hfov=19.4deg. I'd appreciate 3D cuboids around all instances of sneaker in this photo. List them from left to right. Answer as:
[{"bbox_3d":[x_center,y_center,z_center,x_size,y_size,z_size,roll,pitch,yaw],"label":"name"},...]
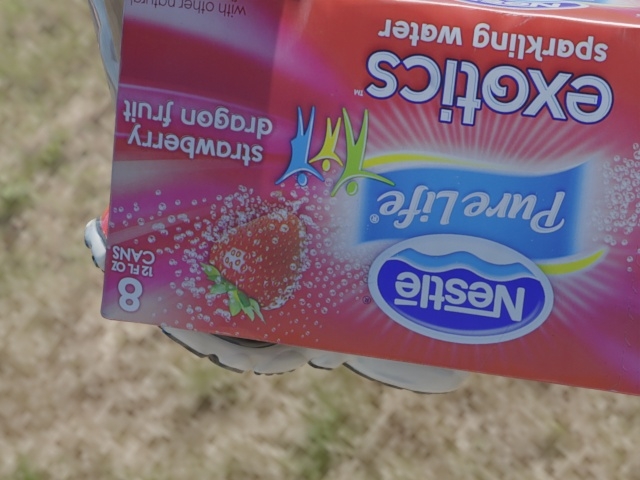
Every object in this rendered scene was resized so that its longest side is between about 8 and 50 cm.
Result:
[{"bbox_3d":[0.000,0.000,0.992,0.118,0.279,0.107,-57,47,24],"label":"sneaker"}]

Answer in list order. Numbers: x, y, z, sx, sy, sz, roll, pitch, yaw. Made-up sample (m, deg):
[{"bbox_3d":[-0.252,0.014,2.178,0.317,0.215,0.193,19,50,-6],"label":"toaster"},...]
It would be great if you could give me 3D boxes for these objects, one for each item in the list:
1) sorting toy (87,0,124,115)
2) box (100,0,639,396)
[{"bbox_3d":[-0.049,-0.214,1.424,0.255,0.257,0.089,-29,30,-32],"label":"sorting toy"},{"bbox_3d":[0.062,-0.026,0.669,0.122,0.257,0.128,-47,-36,-74],"label":"box"}]
